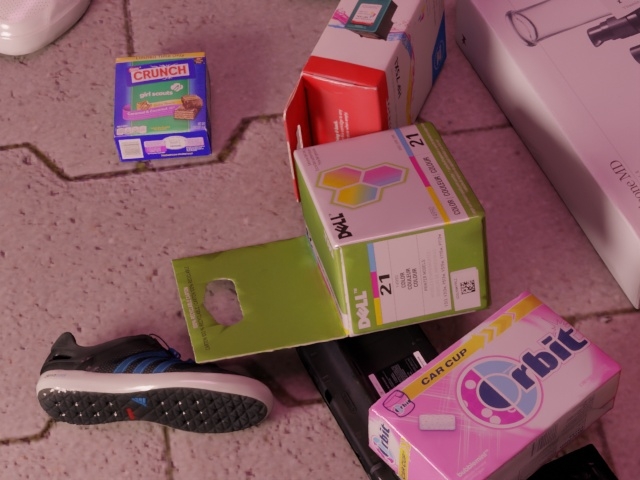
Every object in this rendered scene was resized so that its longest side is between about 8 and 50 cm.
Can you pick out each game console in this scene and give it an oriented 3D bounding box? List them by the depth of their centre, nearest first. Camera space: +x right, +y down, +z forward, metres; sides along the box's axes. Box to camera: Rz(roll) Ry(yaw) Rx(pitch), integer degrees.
[{"bbox_3d":[0.107,0.178,1.341,0.213,0.044,0.361,-21,54,-16],"label":"game console"}]

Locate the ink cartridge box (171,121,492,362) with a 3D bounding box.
[{"bbox_3d":[0.000,0.000,1.415,0.255,0.097,0.189,-11,31,-7],"label":"ink cartridge box"}]

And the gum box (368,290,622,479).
[{"bbox_3d":[0.143,0.131,1.310,0.188,0.062,0.107,-34,59,-24],"label":"gum box"}]

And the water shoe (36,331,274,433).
[{"bbox_3d":[-0.138,0.111,1.384,0.203,0.073,0.080,3,50,4],"label":"water shoe"}]

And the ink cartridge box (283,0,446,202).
[{"bbox_3d":[0.045,-0.150,1.540,0.078,0.134,0.231,14,54,18],"label":"ink cartridge box"}]

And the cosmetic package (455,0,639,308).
[{"bbox_3d":[0.335,-0.143,1.552,0.284,0.097,0.377,-21,54,-11],"label":"cosmetic package"}]

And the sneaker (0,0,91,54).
[{"bbox_3d":[-0.270,-0.340,1.684,0.108,0.169,0.292,20,56,15],"label":"sneaker"}]

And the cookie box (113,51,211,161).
[{"bbox_3d":[-0.154,-0.131,1.595,0.092,0.040,0.107,-5,51,0],"label":"cookie box"}]
